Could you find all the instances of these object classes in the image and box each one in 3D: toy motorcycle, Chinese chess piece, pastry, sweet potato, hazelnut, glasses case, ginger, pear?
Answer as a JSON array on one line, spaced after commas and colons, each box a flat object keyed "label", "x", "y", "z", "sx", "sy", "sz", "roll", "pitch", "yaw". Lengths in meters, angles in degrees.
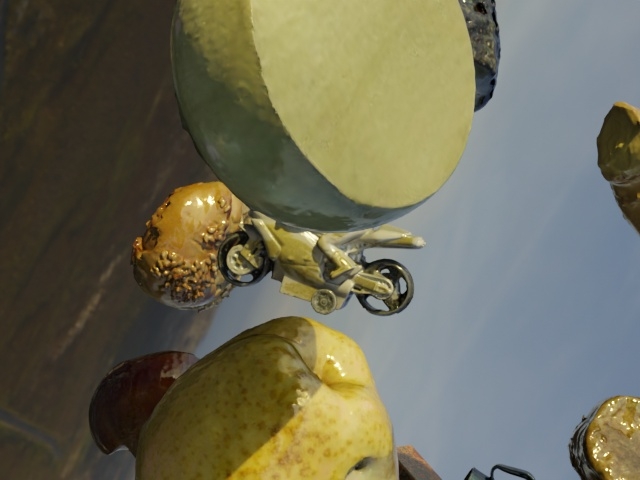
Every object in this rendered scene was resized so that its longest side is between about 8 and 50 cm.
[{"label": "toy motorcycle", "x": 0.000, "y": 0.000, "z": 1.197, "sx": 0.074, "sy": 0.229, "sz": 0.151, "roll": -3, "pitch": 103, "yaw": -75}, {"label": "Chinese chess piece", "x": 0.006, "y": -0.130, "z": 0.801, "sx": 0.101, "sy": 0.250, "sz": 0.250, "roll": -11, "pitch": -133, "yaw": 44}, {"label": "pastry", "x": -0.218, "y": 0.023, "z": 2.042, "sx": 0.255, "sy": 0.162, "sz": 0.311, "roll": -54, "pitch": 163, "yaw": -1}, {"label": "sweet potato", "x": 0.412, "y": 0.290, "z": 1.482, "sx": 0.370, "sy": 0.158, "sz": 0.158, "roll": 40, "pitch": 73, "yaw": -76}, {"label": "hazelnut", "x": -0.242, "y": 0.244, "z": 1.603, "sx": 0.202, "sy": 0.160, "sz": 0.170, "roll": -23, "pitch": 178, "yaw": 17}, {"label": "glasses case", "x": 0.201, "y": 0.471, "z": 2.016, "sx": 0.075, "sy": 0.218, "sz": 0.049, "roll": 3, "pitch": 124, "yaw": -47}, {"label": "ginger", "x": 0.494, "y": -0.089, "z": 1.615, "sx": 0.138, "sy": 0.267, "sz": 0.152, "roll": -33, "pitch": -166, "yaw": 35}, {"label": "pear", "x": -0.049, "y": 0.202, "z": 1.031, "sx": 0.271, "sy": 0.271, "sz": 0.271, "roll": -157, "pitch": -90, "yaw": -88}]

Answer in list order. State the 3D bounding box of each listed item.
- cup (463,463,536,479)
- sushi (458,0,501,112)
[{"label": "cup", "x": 0.301, "y": 0.464, "z": 1.874, "sx": 0.113, "sy": 0.138, "sz": 0.150, "roll": -47, "pitch": 165, "yaw": -55}, {"label": "sushi", "x": 0.029, "y": -0.215, "z": 1.241, "sx": 0.211, "sy": 0.350, "sz": 0.171, "roll": 48, "pitch": 33, "yaw": -62}]
